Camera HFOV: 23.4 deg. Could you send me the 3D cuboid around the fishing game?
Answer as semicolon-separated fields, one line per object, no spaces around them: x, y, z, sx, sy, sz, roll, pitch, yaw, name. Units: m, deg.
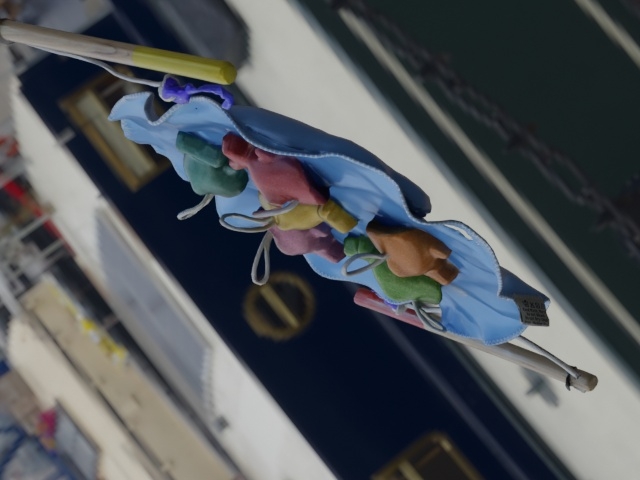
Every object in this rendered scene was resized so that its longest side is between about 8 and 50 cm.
0.000;0.000;0.590;0.189;0.041;0.264;19;167;40;fishing game
